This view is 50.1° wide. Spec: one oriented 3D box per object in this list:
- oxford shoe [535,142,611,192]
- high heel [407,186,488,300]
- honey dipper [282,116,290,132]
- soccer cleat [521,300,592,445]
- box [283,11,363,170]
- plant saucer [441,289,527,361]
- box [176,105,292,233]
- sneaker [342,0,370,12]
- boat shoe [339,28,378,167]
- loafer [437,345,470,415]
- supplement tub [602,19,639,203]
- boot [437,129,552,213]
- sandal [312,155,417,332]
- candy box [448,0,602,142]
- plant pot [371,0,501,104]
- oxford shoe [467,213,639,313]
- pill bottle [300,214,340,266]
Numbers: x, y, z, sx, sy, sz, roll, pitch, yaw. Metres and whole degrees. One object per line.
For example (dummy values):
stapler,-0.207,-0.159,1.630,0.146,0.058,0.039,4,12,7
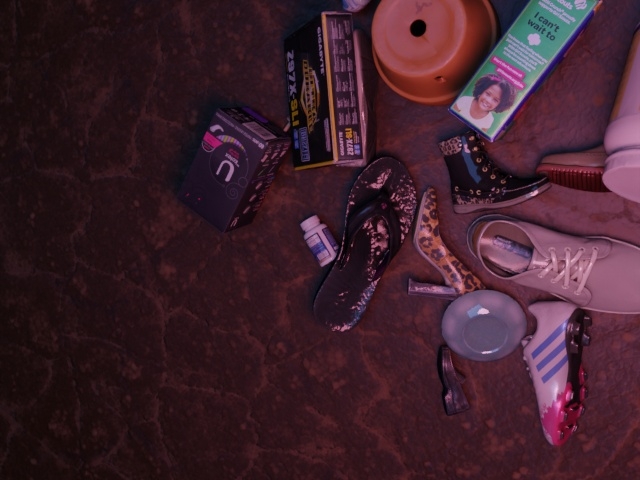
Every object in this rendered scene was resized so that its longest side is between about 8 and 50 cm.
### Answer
oxford shoe,0.633,-0.176,1.433,0.348,0.123,0.130,1,78,17
high heel,0.308,0.012,1.599,0.186,0.093,0.261,6,91,2
honey dipper,-0.099,-0.268,1.736,0.030,0.030,0.160,45,113,10
soccer cleat,0.518,0.290,1.537,0.143,0.116,0.331,15,108,45
box,0.001,-0.330,1.574,0.079,0.257,0.322,-6,95,-20
plant saucer,0.376,0.207,1.571,0.195,0.037,0.195,3,115,7
box,-0.215,-0.179,1.713,0.165,0.143,0.270,36,115,14
sneaker,0.067,-0.651,1.598,0.086,0.085,0.237,-8,85,54
boat shoe,0.073,-0.332,1.616,0.103,0.118,0.320,3,107,22
loafer,0.318,0.332,1.640,0.061,0.062,0.170,-9,97,0
supplement tub,0.662,-0.243,1.248,0.241,0.241,0.331,17,81,18
boot,0.370,-0.160,1.498,0.236,0.085,0.178,-11,101,45
sandal,0.115,0.022,1.619,0.168,0.107,0.445,17,101,-9
candy box,0.414,-0.361,1.396,0.122,0.268,0.317,37,108,9
plant pot,0.232,-0.445,1.491,0.291,0.203,0.290,3,99,21
oxford shoe,0.531,0.055,1.481,0.449,0.130,0.169,19,101,17
pill bottle,0.000,0.000,1.708,0.067,0.067,0.120,-33,85,21
